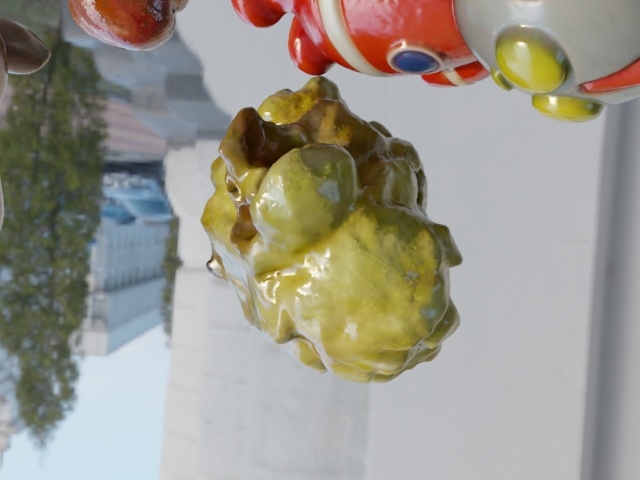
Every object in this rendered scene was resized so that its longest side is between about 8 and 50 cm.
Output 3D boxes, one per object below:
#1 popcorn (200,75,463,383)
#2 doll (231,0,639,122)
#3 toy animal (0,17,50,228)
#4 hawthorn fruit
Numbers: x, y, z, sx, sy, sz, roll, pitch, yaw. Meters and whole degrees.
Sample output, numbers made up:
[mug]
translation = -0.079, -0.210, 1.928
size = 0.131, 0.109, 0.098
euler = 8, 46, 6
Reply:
[popcorn]
translation = 0.000, 0.000, 0.833
size = 0.192, 0.233, 0.266
euler = -26, 146, 10
[doll]
translation = 0.101, -0.137, 0.690
size = 0.336, 0.105, 0.200
euler = 10, 165, 35
[toy animal]
translation = -0.321, -0.078, 0.859
size = 0.149, 0.248, 0.165
euler = 5, 175, 10
[hawthorn fruit]
translation = -0.194, -0.254, 1.113
size = 0.128, 0.128, 0.128
euler = 4, 180, 0
